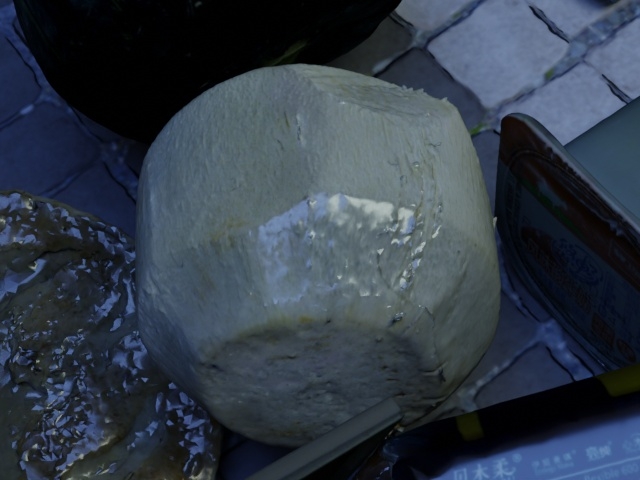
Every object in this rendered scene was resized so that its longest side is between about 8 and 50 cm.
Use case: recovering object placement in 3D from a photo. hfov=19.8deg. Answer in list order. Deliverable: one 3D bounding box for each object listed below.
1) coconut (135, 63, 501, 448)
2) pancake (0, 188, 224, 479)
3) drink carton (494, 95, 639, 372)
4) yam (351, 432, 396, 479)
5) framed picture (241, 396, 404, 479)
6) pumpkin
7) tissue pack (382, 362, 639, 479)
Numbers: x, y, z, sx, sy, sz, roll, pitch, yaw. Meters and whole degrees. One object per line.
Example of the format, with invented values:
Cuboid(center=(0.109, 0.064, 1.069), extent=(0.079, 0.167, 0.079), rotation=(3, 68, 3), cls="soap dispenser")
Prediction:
Cuboid(center=(0.000, 0.000, 1.235), extent=(0.245, 0.245, 0.247), rotation=(-7, 50, 6), cls="coconut")
Cuboid(center=(-0.250, 0.144, 1.298), extent=(0.387, 0.082, 0.387), rotation=(-2, 71, 7), cls="pancake")
Cuboid(center=(0.242, -0.029, 1.261), extent=(0.189, 0.191, 0.185), rotation=(-37, 61, -20), cls="drink carton")
Cuboid(center=(0.031, 0.202, 1.230), extent=(0.079, 0.079, 0.141), rotation=(34, 74, 22), cls="yam")
Cuboid(center=(-0.062, 0.194, 1.123), extent=(0.189, 0.260, 0.023), rotation=(-27, 73, -29), cls="framed picture")
Cuboid(center=(-0.078, -0.220, 1.319), extent=(0.315, 0.315, 0.238), rotation=(-34, 76, -8), cls="pumpkin")
Cuboid(center=(0.259, 0.189, 1.081), extent=(0.416, 0.253, 0.264), rotation=(-16, 82, -1), cls="tissue pack")
